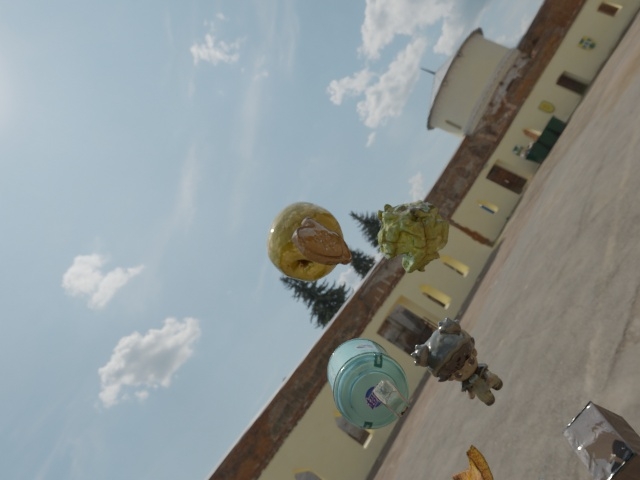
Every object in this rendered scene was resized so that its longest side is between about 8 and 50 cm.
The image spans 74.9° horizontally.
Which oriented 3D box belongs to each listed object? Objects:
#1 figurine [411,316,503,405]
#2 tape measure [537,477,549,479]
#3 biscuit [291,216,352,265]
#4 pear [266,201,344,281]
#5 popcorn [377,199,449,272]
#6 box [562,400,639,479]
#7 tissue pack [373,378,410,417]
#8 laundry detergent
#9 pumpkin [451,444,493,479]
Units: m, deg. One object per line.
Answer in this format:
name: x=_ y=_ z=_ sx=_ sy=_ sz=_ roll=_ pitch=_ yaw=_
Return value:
figurine: x=0.566 y=0.494 z=1.677 sx=0.248 sy=0.381 sz=0.203 roll=-48 pitch=5 yaw=8
tape measure: x=0.721 y=0.860 z=1.223 sx=0.130 sy=0.258 sz=0.265 roll=-29 pitch=9 yaw=-5
biscuit: x=0.001 y=-0.001 z=0.825 sx=0.140 sy=0.118 sz=0.023 roll=-1 pitch=-40 yaw=-49
pear: x=-0.056 y=0.003 z=1.594 sx=0.314 sy=0.315 sz=0.314 roll=-50 pitch=-18 yaw=-24
popcorn: x=0.230 y=-0.023 z=1.085 sx=0.185 sy=0.188 sz=0.167 roll=-95 pitch=29 yaw=-53
box: x=1.044 y=0.751 z=1.498 sx=0.188 sy=0.153 sz=0.252 roll=-60 pitch=7 yaw=15
tissue pack: x=0.205 y=0.456 z=1.212 sx=0.059 sy=0.074 sz=0.094 roll=-44 pitch=-56 yaw=-9
laundry detergent: x=0.181 y=0.558 z=1.638 sx=0.287 sy=0.288 sz=0.305 roll=-57 pitch=4 yaw=-3
pumpkin: x=0.635 y=0.996 z=1.639 sx=0.290 sy=0.095 sz=0.258 roll=-111 pitch=19 yaw=-54
